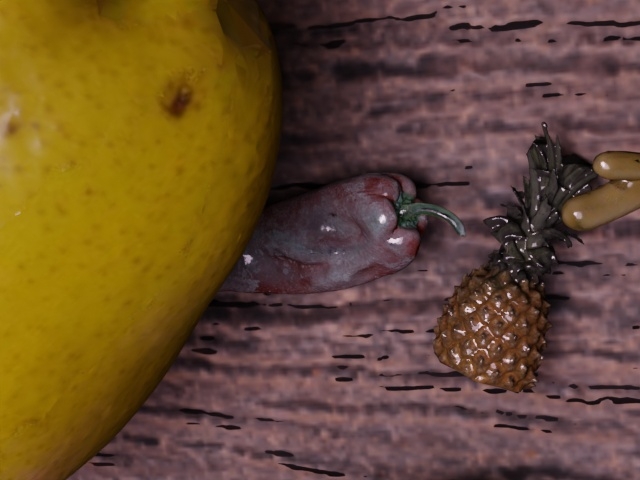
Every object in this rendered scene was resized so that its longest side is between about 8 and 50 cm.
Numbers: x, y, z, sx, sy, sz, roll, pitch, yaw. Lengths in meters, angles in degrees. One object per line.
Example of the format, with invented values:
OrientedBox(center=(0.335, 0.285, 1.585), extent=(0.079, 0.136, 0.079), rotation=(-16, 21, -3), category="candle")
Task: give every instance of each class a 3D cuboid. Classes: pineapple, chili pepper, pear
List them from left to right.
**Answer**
OrientedBox(center=(-0.169, -0.021, 0.781), extent=(0.336, 0.285, 0.285), rotation=(-33, 93, 6), category="pear")
OrientedBox(center=(0.001, 0.000, 0.854), extent=(0.153, 0.041, 0.050), rotation=(-17, 78, 35), category="chili pepper")
OrientedBox(center=(0.095, 0.008, 0.830), extent=(0.058, 0.058, 0.124), rotation=(21, 94, 10), category="pineapple")

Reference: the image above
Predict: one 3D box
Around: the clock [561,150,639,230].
OrientedBox(center=(0.229, -0.102, 0.683), extent=(0.235, 0.096, 0.308), rotation=(25, 118, -35), category="clock")
